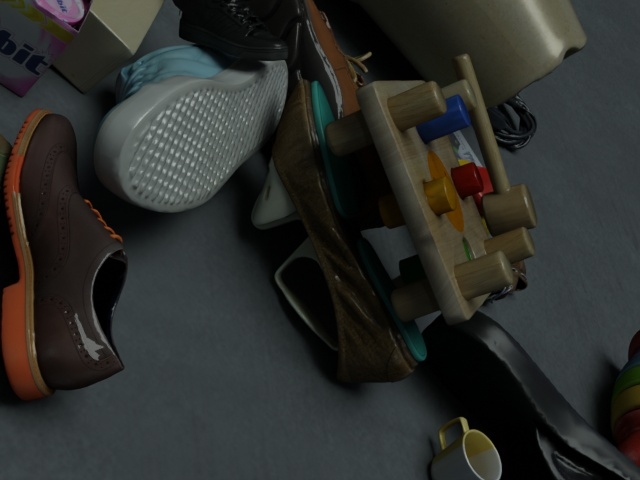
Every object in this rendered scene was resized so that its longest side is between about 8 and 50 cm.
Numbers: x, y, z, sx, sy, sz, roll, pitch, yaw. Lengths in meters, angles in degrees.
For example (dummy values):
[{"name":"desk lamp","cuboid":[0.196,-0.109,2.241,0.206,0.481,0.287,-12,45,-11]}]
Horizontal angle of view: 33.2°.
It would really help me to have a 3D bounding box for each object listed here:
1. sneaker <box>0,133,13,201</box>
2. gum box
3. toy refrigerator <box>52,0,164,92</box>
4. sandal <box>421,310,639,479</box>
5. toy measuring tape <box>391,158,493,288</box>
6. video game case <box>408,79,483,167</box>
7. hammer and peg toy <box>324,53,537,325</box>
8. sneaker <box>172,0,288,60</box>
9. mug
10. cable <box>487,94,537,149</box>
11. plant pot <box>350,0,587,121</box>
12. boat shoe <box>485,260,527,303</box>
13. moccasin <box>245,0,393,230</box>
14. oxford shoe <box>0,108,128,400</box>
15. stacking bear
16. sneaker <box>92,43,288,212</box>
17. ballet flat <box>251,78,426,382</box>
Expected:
[{"name":"sneaker","cuboid":[-0.303,-0.011,0.891,0.086,0.064,0.192,53,34,-13]},{"name":"gum box","cuboid":[-0.327,-0.235,1.010,0.188,0.107,0.062,34,39,-25]},{"name":"toy refrigerator","cuboid":[-0.231,-0.286,1.182,0.102,0.094,0.269,44,36,-25]},{"name":"sandal","cuboid":[0.266,0.273,1.243,0.446,0.167,0.107,45,60,2]},{"name":"toy measuring tape","cuboid":[0.150,-0.029,1.383,0.121,0.121,0.330,55,40,3]},{"name":"video game case","cuboid":[0.150,-0.155,1.563,0.190,0.022,0.173,-18,74,-54]},{"name":"hammer and peg toy","cuboid":[0.136,-0.064,1.205,0.266,0.127,0.361,68,20,-2]},{"name":"sneaker","cuboid":[-0.102,-0.248,1.135,0.170,0.089,0.051,21,22,31]},{"name":"mug","cuboid":[0.157,0.245,1.188,0.062,0.064,0.078,41,36,-17]},{"name":"cable","cuboid":[0.285,-0.227,1.770,0.184,0.047,0.150,29,36,-26]},{"name":"plant pot","cuboid":[0.219,-0.356,1.567,0.305,0.334,0.334,56,35,-5]},{"name":"boat shoe","cuboid":[0.234,0.047,1.446,0.183,0.066,0.066,-7,67,-51]},{"name":"moccasin","cuboid":[-0.006,-0.187,1.316,0.380,0.139,0.147,60,21,16]},{"name":"oxford shoe","cuboid":[-0.211,0.003,0.920,0.097,0.098,0.271,73,8,-64]},{"name":"stacking bear","cuboid":[0.474,0.256,1.474,0.164,0.175,0.289,48,43,-11]},{"name":"sneaker","cuboid":[-0.160,-0.123,1.095,0.150,0.135,0.366,12,18,15]},{"name":"ballet flat","cuboid":[0.000,0.000,1.162,0.116,0.124,0.342,-16,84,-76]}]
